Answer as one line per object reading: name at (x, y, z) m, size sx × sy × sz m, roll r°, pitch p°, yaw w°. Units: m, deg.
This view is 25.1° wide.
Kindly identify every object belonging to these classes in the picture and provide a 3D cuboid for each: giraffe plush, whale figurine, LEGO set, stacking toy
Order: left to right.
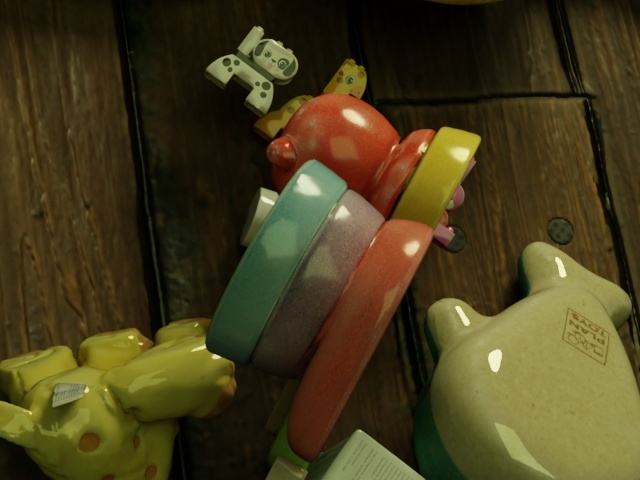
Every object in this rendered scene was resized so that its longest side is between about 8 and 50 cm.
giraffe plush at (-0.133, 0.161, 0.967) m, size 0.181 × 0.210 × 0.170 m, roll -10°, pitch 99°, yaw 11°
stacking toy at (-0.024, 0.046, 0.955) m, size 0.130 × 0.279 × 0.309 m, roll 28°, pitch 22°, yaw 3°
LEGO set at (0.025, -0.094, 1.139) m, size 0.227 × 0.087 × 0.093 m, roll 36°, pitch 80°, yaw -3°
whale figurine at (0.163, 0.121, 1.102) m, size 0.216 × 0.141 × 0.272 m, roll 30°, pitch 40°, yaw -6°

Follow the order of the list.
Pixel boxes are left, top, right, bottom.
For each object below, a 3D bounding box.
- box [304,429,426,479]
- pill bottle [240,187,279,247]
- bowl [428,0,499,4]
box at (0.019, 0.205, 1.023) m, size 0.087 × 0.101 × 0.102 m, roll 39°, pitch 64°, yaw -2°
pill bottle at (0.000, 0.000, 1.111) m, size 0.116 × 0.065 × 0.065 m, roll 20°, pitch 66°, yaw -10°
bowl at (0.096, -0.307, 1.202) m, size 0.289 × 0.156 × 0.289 m, roll 6°, pitch 69°, yaw -16°
